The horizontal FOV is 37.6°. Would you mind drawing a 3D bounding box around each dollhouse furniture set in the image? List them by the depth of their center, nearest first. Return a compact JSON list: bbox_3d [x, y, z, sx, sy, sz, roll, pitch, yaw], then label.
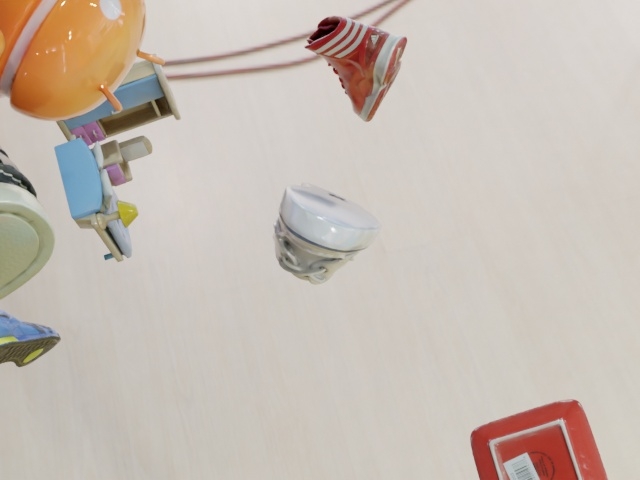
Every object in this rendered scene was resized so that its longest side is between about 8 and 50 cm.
[{"bbox_3d":[-0.308,-0.105,1.603,0.198,0.286,0.304,-19,62,-3],"label":"dollhouse furniture set"}]

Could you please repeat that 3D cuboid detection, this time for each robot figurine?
[{"bbox_3d":[-0.208,-0.164,0.616,0.219,0.158,0.128,34,78,-8],"label":"robot figurine"}]

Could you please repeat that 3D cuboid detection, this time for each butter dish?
[{"bbox_3d":[0.300,0.312,1.258,0.159,0.118,0.160,-21,65,15],"label":"butter dish"}]

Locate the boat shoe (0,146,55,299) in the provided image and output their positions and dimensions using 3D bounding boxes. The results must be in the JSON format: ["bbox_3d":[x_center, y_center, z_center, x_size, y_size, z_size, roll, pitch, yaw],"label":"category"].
[{"bbox_3d":[-0.342,0.030,0.605,0.340,0.127,0.113,-31,56,1],"label":"boat shoe"}]

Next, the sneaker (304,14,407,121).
[{"bbox_3d":[0.043,-0.253,1.322,0.128,0.221,0.087,29,71,2],"label":"sneaker"}]

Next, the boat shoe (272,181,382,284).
[{"bbox_3d":[0.000,0.000,0.879,0.095,0.258,0.084,24,96,3],"label":"boat shoe"}]

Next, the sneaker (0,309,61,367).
[{"bbox_3d":[-0.413,0.120,1.241,0.069,0.209,0.082,-41,79,4],"label":"sneaker"}]
